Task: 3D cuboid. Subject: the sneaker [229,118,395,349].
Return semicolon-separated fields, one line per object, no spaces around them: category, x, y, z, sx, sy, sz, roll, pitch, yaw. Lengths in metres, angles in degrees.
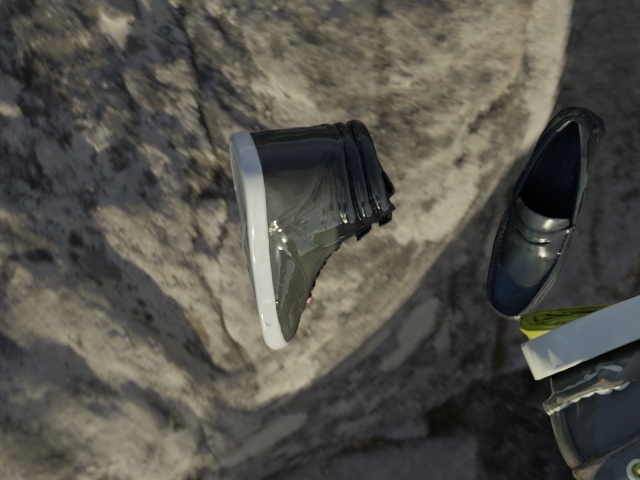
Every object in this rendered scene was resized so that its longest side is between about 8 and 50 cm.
sneaker;0.000;0.000;1.255;0.146;0.105;0.296;-12;142;-8

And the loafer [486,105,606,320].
loafer;0.212;-0.025;1.285;0.076;0.078;0.223;24;105;17

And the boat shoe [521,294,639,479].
boat shoe;0.253;0.046;0.639;0.304;0.109;0.091;-16;79;-5

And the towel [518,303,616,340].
towel;0.219;0.113;0.829;0.237;0.102;0.021;49;51;-36
